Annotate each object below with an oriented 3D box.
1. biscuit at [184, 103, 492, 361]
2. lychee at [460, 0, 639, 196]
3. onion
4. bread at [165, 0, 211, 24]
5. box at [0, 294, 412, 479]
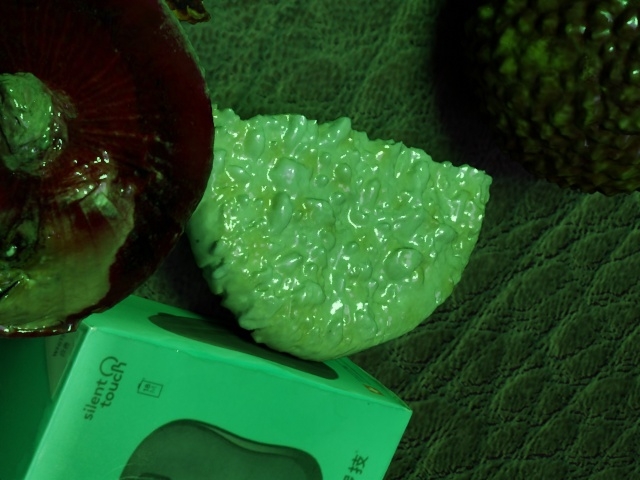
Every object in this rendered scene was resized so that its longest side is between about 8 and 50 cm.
[{"bbox_3d":[0.000,0.000,1.363,0.281,0.084,0.179,16,85,-38],"label":"biscuit"},{"bbox_3d":[0.231,-0.152,1.363,0.236,0.271,0.236,6,78,-30],"label":"lychee"},{"bbox_3d":[-0.193,-0.061,1.146,0.272,0.195,0.272,-2,99,-12],"label":"onion"},{"bbox_3d":[-0.133,-0.256,1.199,0.139,0.095,0.269,-51,141,-7],"label":"bread"},{"bbox_3d":[-0.107,0.162,1.360,0.311,0.118,0.205,19,97,-35],"label":"box"}]
